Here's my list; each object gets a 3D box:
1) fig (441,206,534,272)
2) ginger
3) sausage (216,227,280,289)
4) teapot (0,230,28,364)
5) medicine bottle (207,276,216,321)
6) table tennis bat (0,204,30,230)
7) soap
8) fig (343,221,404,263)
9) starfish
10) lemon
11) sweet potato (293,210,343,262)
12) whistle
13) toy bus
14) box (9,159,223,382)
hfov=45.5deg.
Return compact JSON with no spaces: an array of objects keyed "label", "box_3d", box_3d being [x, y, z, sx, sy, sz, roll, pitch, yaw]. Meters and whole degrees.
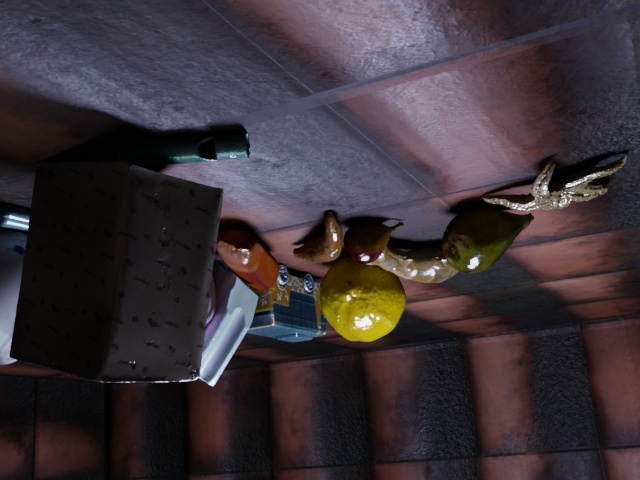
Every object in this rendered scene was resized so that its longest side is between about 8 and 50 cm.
[{"label":"fig","box_3d":[0.326,-0.020,1.520,0.126,0.185,0.133,30,143,28]},{"label":"ginger","box_3d":[0.211,0.042,1.729,0.294,0.086,0.131,15,154,-40]},{"label":"sausage","box_3d":[-0.152,0.037,1.608,0.089,0.083,0.300,32,170,16]},{"label":"teapot","box_3d":[-0.612,0.078,1.384,0.252,0.280,0.424,-46,177,7]},{"label":"medicine bottle","box_3d":[-0.393,0.129,1.578,0.301,0.241,0.241,-22,159,24]},{"label":"table tennis bat","box_3d":[-0.476,-0.027,1.387,0.149,0.038,0.237,-9,167,34]},{"label":"soap","box_3d":[-0.224,0.174,1.634,0.091,0.231,0.145,36,173,-37]},{"label":"fig","box_3d":[0.111,-0.008,1.550,0.125,0.089,0.089,-32,160,6]},{"label":"starfish","box_3d":[0.431,-0.094,1.371,0.277,0.062,0.235,-22,162,38]},{"label":"lemon","box_3d":[0.100,0.137,1.814,0.204,0.204,0.260,-9,160,17]},{"label":"sweet potato","box_3d":[0.007,0.008,1.577,0.058,0.078,0.255,-37,177,-22]},{"label":"whistle","box_3d":[-0.194,-0.128,1.087,0.186,0.039,0.039,-4,165,2]},{"label":"toy bus","box_3d":[-0.101,0.163,1.919,0.138,0.167,0.275,-13,163,27]},{"label":"box","box_3d":[-0.298,0.044,1.132,0.225,0.297,0.190,3,176,38]}]
